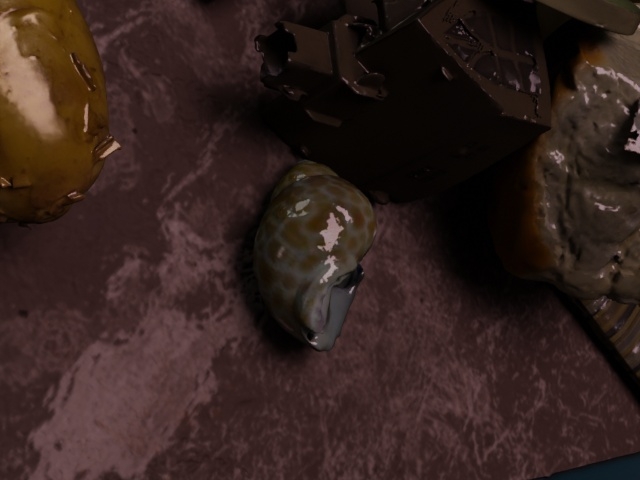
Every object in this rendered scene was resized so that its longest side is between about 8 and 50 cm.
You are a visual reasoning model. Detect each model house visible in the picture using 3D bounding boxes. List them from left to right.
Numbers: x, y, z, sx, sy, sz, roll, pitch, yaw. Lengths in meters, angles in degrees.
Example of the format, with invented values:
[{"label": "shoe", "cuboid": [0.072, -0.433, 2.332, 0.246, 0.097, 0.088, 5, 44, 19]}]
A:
[{"label": "model house", "cuboid": [0.046, -0.166, 1.225, 0.243, 0.211, 0.204, 8, 66, -41]}]

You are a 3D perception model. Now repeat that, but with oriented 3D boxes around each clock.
[{"label": "clock", "cuboid": [0.189, -0.255, 1.266, 0.235, 0.029, 0.235, 24, 20, -9]}]

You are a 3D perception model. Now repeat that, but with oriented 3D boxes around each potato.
[{"label": "potato", "cuboid": [-0.254, -0.149, 0.990, 0.173, 0.140, 0.300, -27, 86, -38]}]

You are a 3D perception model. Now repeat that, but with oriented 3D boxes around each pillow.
[{"label": "pillow", "cuboid": [0.359, 0.053, 1.533, 0.212, 0.052, 0.208, 50, 49, -12]}]

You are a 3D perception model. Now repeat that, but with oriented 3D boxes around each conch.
[{"label": "conch", "cuboid": [-0.008, 0.007, 1.181, 0.116, 0.106, 0.173, 19, 78, -62]}]

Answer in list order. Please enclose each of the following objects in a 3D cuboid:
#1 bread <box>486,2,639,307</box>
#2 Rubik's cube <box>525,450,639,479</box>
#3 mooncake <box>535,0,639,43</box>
[{"label": "bread", "cuboid": [0.285, -0.089, 1.353, 0.225, 0.250, 0.279, 22, 26, 8]}, {"label": "Rubik's cube", "cuboid": [0.202, 0.409, 1.031, 0.344, 0.347, 0.347, 41, 50, -24]}, {"label": "mooncake", "cuboid": [0.436, -0.259, 1.633, 0.378, 0.201, 0.378, 18, 61, -36]}]
